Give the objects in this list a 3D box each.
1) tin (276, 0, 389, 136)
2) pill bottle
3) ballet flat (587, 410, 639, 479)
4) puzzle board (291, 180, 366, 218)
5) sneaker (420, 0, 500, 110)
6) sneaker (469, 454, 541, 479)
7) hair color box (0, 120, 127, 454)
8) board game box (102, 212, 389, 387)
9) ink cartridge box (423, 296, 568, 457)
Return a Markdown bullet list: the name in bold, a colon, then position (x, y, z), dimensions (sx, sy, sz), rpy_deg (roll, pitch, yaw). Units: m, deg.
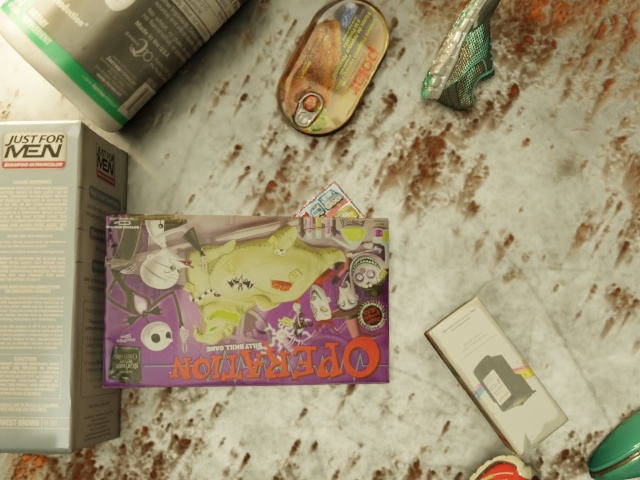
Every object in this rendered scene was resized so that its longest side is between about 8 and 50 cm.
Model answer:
- **tin**: position (0.018, -0.223, 1.249), dimensions (0.106, 0.040, 0.190), rpy_deg (29, 87, 11)
- **pill bottle**: position (-0.207, -0.326, 1.192), dimensions (0.204, 0.204, 0.361), rpy_deg (43, 88, 7)
- **ballet flat**: position (0.433, 0.218, 1.150), dimensions (0.087, 0.083, 0.247), rpy_deg (44, 91, -7)
- **puzzle board**: position (0.000, 0.000, 1.238), dimensions (0.128, 0.011, 0.096), rpy_deg (-40, 82, 0)
- **sneaker**: position (0.194, -0.239, 1.232), dimensions (0.076, 0.065, 0.167), rpy_deg (29, 90, -10)
- **sneaker**: position (0.159, 0.373, 1.121), dimensions (0.107, 0.118, 0.279), rpy_deg (30, 102, 6)
- **hair color box**: position (-0.316, 0.058, 1.168), dimensions (0.113, 0.185, 0.375), rpy_deg (0, 84, 5)
- **board game box**: position (-0.087, 0.072, 1.173), dimensions (0.346, 0.056, 0.208), rpy_deg (0, 90, -11)
- **ink cartridge box**: position (0.204, 0.160, 1.148), dimensions (0.072, 0.127, 0.175), rpy_deg (-36, 84, -2)
